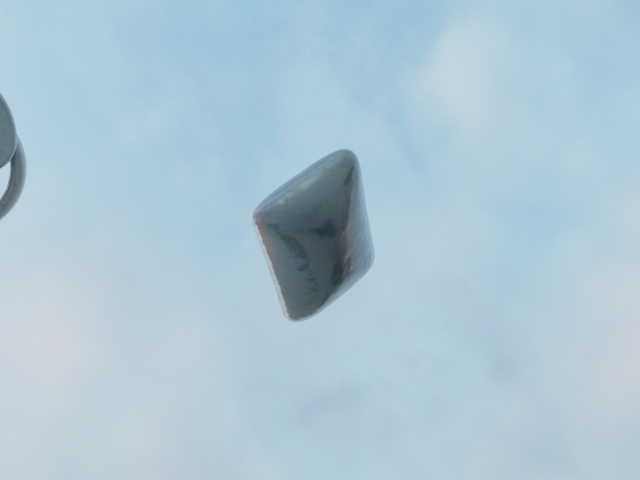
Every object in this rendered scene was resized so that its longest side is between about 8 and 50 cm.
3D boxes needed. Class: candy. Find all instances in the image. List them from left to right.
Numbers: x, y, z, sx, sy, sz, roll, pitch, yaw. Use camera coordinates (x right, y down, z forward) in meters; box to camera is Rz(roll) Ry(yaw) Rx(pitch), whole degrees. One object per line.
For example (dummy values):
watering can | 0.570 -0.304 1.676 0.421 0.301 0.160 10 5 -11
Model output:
candy | 0.000 0.000 0.634 0.138 0.071 0.174 -37 -41 -22

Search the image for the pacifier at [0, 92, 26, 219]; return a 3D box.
pacifier | -0.481 -0.071 0.682 0.238 0.226 0.287 32 -77 -33
